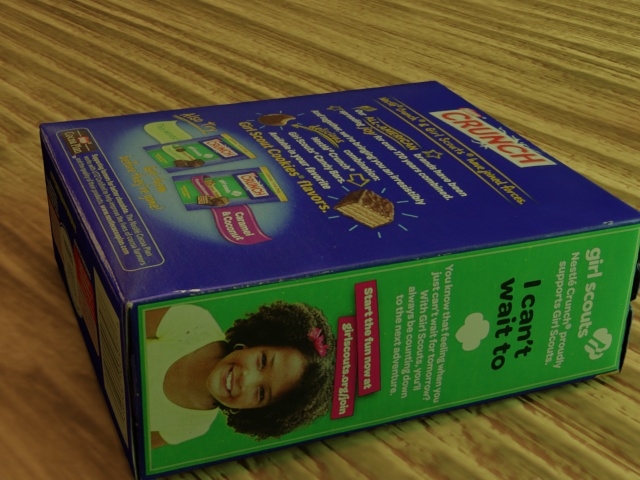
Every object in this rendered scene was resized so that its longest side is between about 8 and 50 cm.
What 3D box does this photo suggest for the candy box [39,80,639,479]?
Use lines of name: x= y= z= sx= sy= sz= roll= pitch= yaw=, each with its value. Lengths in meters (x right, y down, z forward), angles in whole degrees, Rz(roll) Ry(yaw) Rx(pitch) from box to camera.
candy box: x=0.000 y=0.000 z=0.640 sx=0.317 sy=0.122 sz=0.268 roll=-10 pitch=30 yaw=-20

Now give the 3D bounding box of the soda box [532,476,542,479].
soda box: x=0.040 y=0.166 z=0.400 sx=0.183 sy=0.058 sz=0.063 roll=-15 pitch=33 yaw=-29
